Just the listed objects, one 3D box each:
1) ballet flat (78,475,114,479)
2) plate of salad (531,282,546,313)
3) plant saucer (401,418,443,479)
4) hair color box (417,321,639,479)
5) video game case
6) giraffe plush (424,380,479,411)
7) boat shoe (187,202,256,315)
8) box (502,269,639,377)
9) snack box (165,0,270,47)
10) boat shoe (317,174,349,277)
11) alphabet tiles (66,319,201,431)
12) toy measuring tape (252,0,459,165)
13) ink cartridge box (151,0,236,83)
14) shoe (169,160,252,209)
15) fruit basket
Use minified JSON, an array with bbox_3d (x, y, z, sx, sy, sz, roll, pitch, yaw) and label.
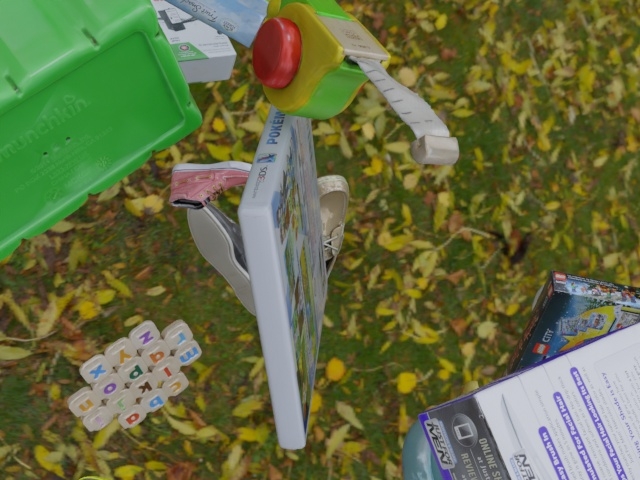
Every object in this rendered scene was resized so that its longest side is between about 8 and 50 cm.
[{"bbox_3d":[-0.456,0.599,1.832,0.230,0.077,0.077,28,96,-12],"label":"ballet flat"},{"bbox_3d":[0.515,0.179,1.677,0.048,0.199,0.200,-10,87,-30],"label":"plate of salad"},{"bbox_3d":[0.291,0.470,1.524,0.317,0.043,0.318,26,41,-25],"label":"plant saucer"},{"bbox_3d":[0.291,0.223,0.902,0.338,0.110,0.185,-12,75,-37],"label":"hair color box"},{"bbox_3d":[-0.033,0.019,0.927,0.300,0.036,0.329,-81,168,-54],"label":"video game case"},{"bbox_3d":[0.327,0.465,1.982,0.170,0.210,0.182,-10,106,5],"label":"giraffe plush"},{"bbox_3d":[-0.198,0.032,1.884,0.335,0.112,0.095,59,42,-22],"label":"boat shoe"},{"bbox_3d":[0.379,0.156,1.167,0.159,0.233,0.044,12,40,0],"label":"box"},{"bbox_3d":[-0.155,-0.343,1.038,0.174,0.207,0.070,27,112,-18],"label":"snack box"},{"bbox_3d":[0.000,0.000,1.572,0.109,0.302,0.098,-3,48,-22],"label":"boat shoe"},{"bbox_3d":[-0.383,0.282,1.657,0.284,0.021,0.278,-36,144,-16],"label":"alphabet tiles"},{"bbox_3d":[0.016,-0.140,0.765,0.121,0.121,0.330,2,39,-34],"label":"toy measuring tape"},{"bbox_3d":[-0.302,-0.461,1.800,0.153,0.087,0.209,-14,64,-28],"label":"ink cartridge box"},{"bbox_3d":[-0.203,-0.102,1.515,0.063,0.177,0.081,64,28,-65],"label":"shoe"},{"bbox_3d":[-0.350,-0.181,0.863,0.392,0.391,0.283,-60,154,-26],"label":"fruit basket"}]
